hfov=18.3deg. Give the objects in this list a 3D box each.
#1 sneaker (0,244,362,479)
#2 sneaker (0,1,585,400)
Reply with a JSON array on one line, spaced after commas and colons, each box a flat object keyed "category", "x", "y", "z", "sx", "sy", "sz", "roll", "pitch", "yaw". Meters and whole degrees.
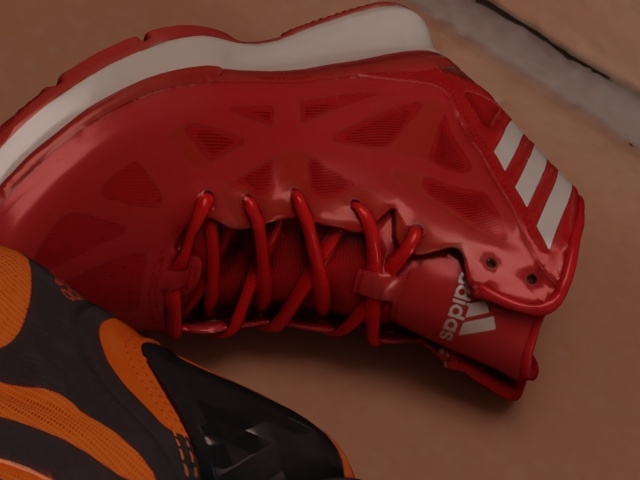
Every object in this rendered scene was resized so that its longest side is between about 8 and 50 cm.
[{"category": "sneaker", "x": -0.129, "y": 0.095, "z": 0.410, "sx": 0.180, "sy": 0.124, "sz": 0.321, "roll": 33, "pitch": 30, "yaw": 23}, {"category": "sneaker", "x": 0.000, "y": 0.000, "z": 0.583, "sx": 0.128, "sy": 0.087, "sz": 0.221, "roll": 39, "pitch": 44, "yaw": 24}]
